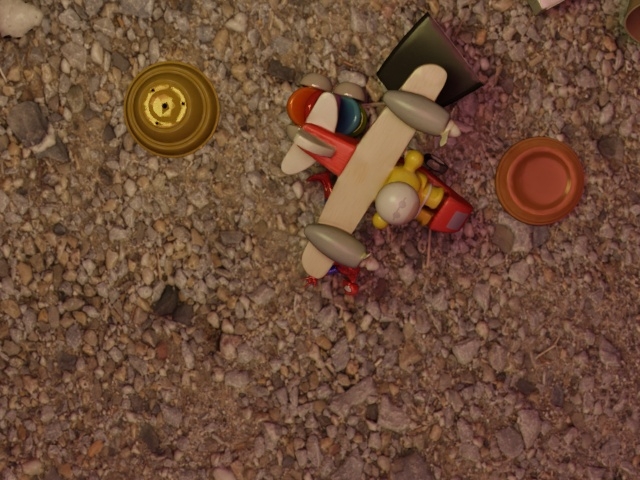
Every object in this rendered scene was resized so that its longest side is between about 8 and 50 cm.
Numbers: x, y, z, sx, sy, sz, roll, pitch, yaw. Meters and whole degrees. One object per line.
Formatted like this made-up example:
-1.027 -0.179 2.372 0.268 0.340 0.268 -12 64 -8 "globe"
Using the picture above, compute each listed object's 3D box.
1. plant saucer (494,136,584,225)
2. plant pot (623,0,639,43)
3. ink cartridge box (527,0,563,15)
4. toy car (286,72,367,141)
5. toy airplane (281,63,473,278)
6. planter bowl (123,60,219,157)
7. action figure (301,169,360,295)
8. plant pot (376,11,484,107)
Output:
0.490 -0.132 1.904 0.200 0.037 0.199 0 94 1 "plant saucer"
0.782 -0.575 1.789 0.257 0.256 0.273 10 78 0 "plant pot"
0.492 -0.612 1.850 0.148 0.086 0.203 -27 94 3 "ink cartridge box"
0.013 -0.276 1.850 0.182 0.136 0.159 15 93 0 "toy car"
0.112 -0.128 1.723 0.385 0.272 0.386 -17 120 -3 "toy airplane"
-0.335 -0.291 1.877 0.217 0.090 0.217 0 94 1 "planter bowl"
0.000 0.000 1.892 0.139 0.091 0.280 -20 92 -5 "action figure"
0.226 -0.358 1.831 0.167 0.188 0.187 -37 93 16 "plant pot"
